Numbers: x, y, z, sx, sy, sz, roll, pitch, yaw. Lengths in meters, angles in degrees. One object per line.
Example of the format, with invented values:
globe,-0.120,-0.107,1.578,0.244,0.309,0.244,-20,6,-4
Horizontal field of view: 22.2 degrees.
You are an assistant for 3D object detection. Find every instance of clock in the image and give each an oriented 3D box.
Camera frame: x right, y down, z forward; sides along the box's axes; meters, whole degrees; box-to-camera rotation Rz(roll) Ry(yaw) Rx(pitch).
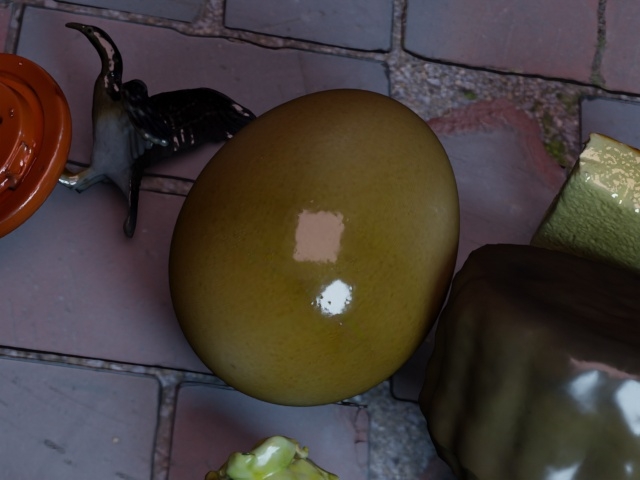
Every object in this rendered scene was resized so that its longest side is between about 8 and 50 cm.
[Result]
clock,-0.327,-0.085,1.518,0.205,0.051,0.205,-9,61,17

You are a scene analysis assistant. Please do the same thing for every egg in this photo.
egg,0.000,0.000,1.474,0.250,0.250,0.322,25,55,2

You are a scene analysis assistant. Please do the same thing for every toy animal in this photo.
toy animal,-0.197,-0.113,1.554,0.197,0.272,0.160,39,96,5

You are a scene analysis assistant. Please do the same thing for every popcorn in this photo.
popcorn,-0.029,0.240,1.404,0.135,0.162,0.141,14,13,31

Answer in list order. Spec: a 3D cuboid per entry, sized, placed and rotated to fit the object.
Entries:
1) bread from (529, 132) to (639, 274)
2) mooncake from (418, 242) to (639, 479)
bread,0.285,-0.021,1.587,0.125,0.188,0.068,30,64,7
mooncake,0.242,0.138,1.421,0.324,0.187,0.324,16,17,-5
